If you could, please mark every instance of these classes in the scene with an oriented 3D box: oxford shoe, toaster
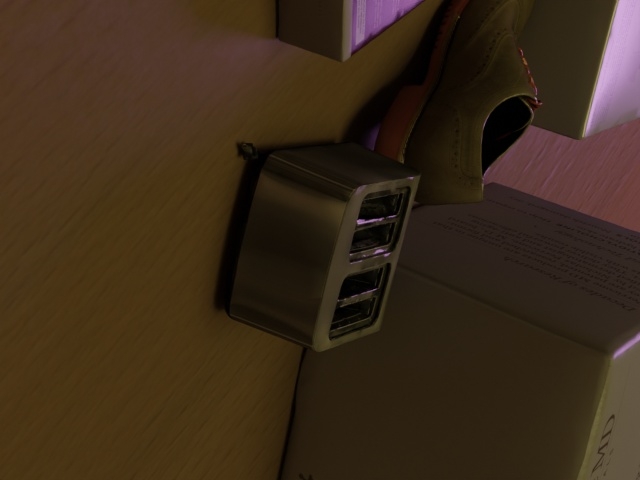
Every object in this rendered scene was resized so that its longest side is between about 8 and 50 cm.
[{"bbox_3d":[0.174,-0.158,1.423,0.348,0.130,0.123,-61,153,-32],"label":"oxford shoe"},{"bbox_3d":[0.000,0.000,1.260,0.186,0.110,0.168,-12,119,-59],"label":"toaster"}]

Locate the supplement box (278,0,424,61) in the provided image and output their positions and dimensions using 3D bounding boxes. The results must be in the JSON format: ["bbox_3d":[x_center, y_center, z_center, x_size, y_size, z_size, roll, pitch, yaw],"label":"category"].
[{"bbox_3d":[0.058,-0.269,1.207,0.239,0.073,0.130,-41,143,-41],"label":"supplement box"}]

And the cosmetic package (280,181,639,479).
[{"bbox_3d":[0.210,0.160,1.527,0.394,0.327,0.329,-20,127,-55],"label":"cosmetic package"}]

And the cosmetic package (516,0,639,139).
[{"bbox_3d":[0.316,-0.255,1.622,0.225,0.138,0.224,-21,127,-57],"label":"cosmetic package"}]
